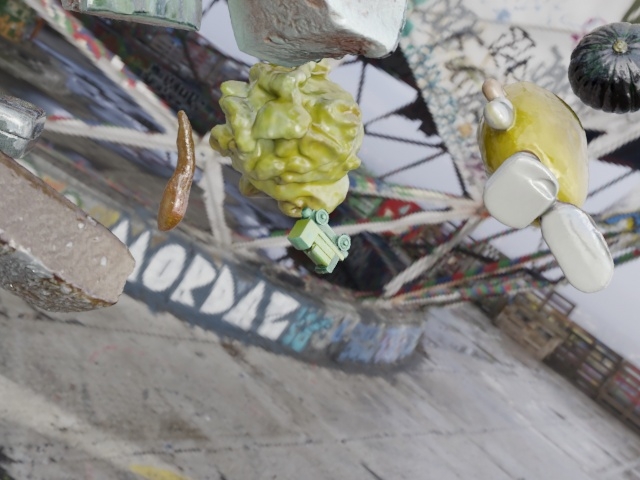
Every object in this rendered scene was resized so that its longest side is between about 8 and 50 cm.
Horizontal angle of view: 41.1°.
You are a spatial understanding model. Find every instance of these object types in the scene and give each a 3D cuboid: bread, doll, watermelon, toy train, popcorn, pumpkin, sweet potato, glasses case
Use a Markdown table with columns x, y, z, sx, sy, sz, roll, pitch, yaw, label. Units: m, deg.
| x | y | z | sx | sy | sz | roll | pitch | yaw | label |
| --- | --- | --- | --- | --- | --- | --- | --- | --- | --- |
| -0.408 | -0.054 | 0.936 | 0.165 | 0.113 | 0.416 | -4 | -36 | 48 | bread |
| 0.331 | -0.088 | 1.260 | 0.348 | 0.161 | 0.423 | 67 | 21 | 8 | doll |
| -0.323 | -0.433 | 1.387 | 0.201 | 0.213 | 0.261 | -5 | -3 | 34 | watermelon |
| 0.023 | -0.311 | 0.951 | 0.214 | 0.320 | 0.289 | 56 | 12 | 16 | watermelon |
| 0.000 | 0.000 | 1.451 | 0.050 | 0.081 | 0.122 | -7 | -47 | 47 | toy train |
| -0.061 | -0.206 | 1.593 | 0.312 | 0.312 | 0.312 | 35 | 8 | -6 | popcorn |
| 0.574 | -0.330 | 1.633 | 0.150 | 0.194 | 0.194 | 53 | -4 | -36 | pumpkin |
| -0.245 | -0.117 | 1.485 | 0.050 | 0.214 | 0.050 | 13 | 7 | -2 | sweet potato |
| -0.476 | -0.177 | 1.244 | 0.131 | 0.074 | 0.323 | 19 | 5 | -17 | glasses case |
